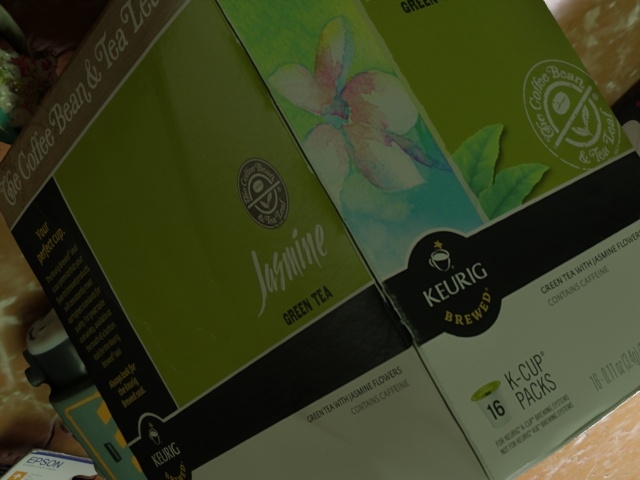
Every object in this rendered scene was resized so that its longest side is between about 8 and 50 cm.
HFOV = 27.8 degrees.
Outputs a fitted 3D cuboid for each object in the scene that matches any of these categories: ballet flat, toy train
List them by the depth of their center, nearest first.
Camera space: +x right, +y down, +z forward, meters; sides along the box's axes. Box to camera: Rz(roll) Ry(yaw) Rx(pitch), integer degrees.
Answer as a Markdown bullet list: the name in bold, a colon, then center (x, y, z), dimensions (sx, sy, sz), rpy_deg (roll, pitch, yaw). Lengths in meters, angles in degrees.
- **ballet flat**: center (-0.248, -0.138, 0.801), dimensions (0.077, 0.091, 0.241), rpy_deg (-65, 150, -9)
- **toy train**: center (-0.112, 0.167, 1.120), dimensions (0.190, 0.142, 0.334), rpy_deg (-28, 110, 11)

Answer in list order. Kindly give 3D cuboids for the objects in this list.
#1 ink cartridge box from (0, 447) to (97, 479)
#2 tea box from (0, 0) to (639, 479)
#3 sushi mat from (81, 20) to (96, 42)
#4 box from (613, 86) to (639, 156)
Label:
- **ink cartridge box**: center (-0.287, 0.279, 1.290), dimensions (0.224, 0.045, 0.223), rpy_deg (-45, 145, 13)
- **tea box**: center (0.000, 0.000, 0.791), dimensions (0.220, 0.323, 0.329), rpy_deg (-27, 174, -37)
- **sushi mat**: center (-0.043, -0.132, 1.017), dimensions (0.151, 0.019, 0.316), rpy_deg (-39, 145, 8)
- **box**: center (0.363, -0.060, 1.342), dimensions (0.247, 0.142, 0.163), rpy_deg (-44, 146, 16)
